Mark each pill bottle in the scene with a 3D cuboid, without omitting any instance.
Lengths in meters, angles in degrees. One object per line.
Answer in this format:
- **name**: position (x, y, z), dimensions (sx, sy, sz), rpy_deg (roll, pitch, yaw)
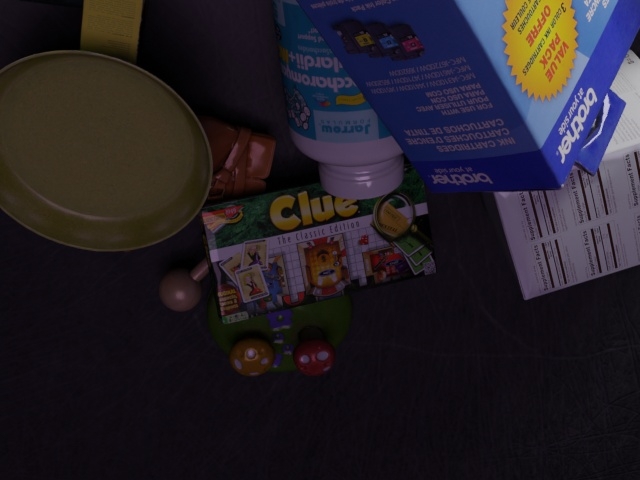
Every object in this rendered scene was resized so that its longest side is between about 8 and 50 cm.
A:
- **pill bottle**: position (0.032, -0.177, 0.960), dimensions (0.146, 0.146, 0.264), rpy_deg (-8, 122, 0)

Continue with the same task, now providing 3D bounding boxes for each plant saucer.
- **plant saucer**: position (-0.226, -0.091, 0.947), dimensions (0.241, 0.037, 0.241), rpy_deg (1, 130, 1)

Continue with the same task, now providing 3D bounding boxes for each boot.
- **boot**: position (-0.142, -0.054, 1.072), dimensions (0.152, 0.073, 0.197), rpy_deg (6, 135, -22)

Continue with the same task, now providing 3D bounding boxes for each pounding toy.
- **pounding toy**: position (-0.063, 0.102, 1.136), dimensions (0.183, 0.110, 0.237), rpy_deg (-33, 124, 19)

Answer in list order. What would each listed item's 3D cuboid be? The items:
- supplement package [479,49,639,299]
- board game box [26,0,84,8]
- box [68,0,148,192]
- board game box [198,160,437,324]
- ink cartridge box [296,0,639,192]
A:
- **supplement package**: position (0.276, -0.073, 1.016), dimensions (0.203, 0.194, 0.149), rpy_deg (-18, 122, 7)
- **board game box**: position (-0.265, -0.295, 0.933), dimensions (0.186, 0.026, 0.126), rpy_deg (5, 122, -8)
- **box**: position (-0.214, -0.165, 0.963), dimensions (0.058, 0.087, 0.232), rpy_deg (10, 131, -10)
- **board game box**: position (0.000, 0.000, 1.076), dimensions (0.259, 0.030, 0.136), rpy_deg (-13, 99, -13)
- **ink cartridge box**: position (0.143, -0.225, 0.823), dimensions (0.151, 0.270, 0.395), rpy_deg (3, 142, 44)
